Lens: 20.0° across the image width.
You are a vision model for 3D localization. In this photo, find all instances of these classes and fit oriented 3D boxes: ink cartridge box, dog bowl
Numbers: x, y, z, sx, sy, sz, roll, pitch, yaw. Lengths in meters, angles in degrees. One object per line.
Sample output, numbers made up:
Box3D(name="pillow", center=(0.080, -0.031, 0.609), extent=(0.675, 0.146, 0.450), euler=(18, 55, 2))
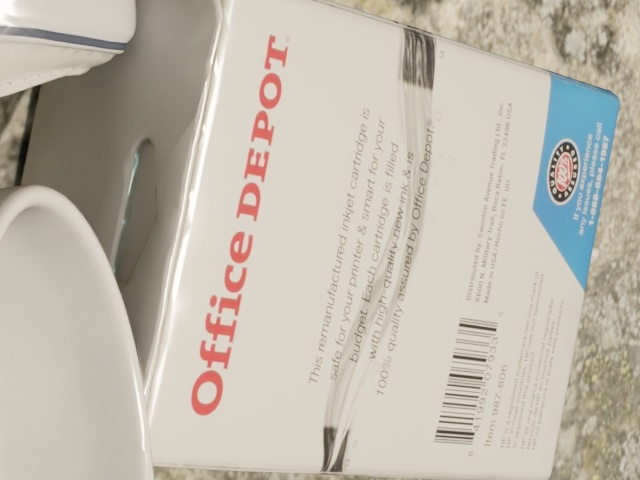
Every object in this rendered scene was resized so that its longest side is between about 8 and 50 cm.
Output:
Box3D(name="ink cartridge box", center=(0.000, 0.000, 1.191), extent=(0.395, 0.166, 0.285), euler=(11, 90, -46))
Box3D(name="dog bowl", center=(-0.166, 0.110, 0.875), extent=(0.265, 0.104, 0.264), euler=(-7, 90, -79))

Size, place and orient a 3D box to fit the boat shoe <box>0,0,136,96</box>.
Box3D(name="boat shoe", center=(-0.257, -0.066, 0.939), extent=(0.367, 0.136, 0.156), euler=(-8, 103, -42))
